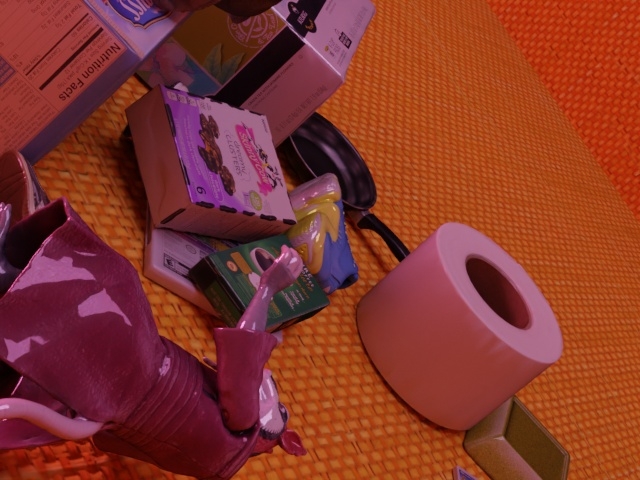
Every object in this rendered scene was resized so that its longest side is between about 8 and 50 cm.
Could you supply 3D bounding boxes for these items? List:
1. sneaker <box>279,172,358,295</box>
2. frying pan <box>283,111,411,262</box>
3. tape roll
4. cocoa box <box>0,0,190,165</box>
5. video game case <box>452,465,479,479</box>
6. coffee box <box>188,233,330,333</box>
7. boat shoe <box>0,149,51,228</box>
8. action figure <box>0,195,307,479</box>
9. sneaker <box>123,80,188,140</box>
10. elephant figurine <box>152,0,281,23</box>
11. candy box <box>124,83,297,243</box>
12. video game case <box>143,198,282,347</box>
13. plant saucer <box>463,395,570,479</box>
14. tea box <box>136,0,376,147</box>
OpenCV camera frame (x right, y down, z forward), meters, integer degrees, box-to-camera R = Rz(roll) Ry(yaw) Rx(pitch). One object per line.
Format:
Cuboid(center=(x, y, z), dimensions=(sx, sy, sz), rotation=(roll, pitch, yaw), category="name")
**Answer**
Cuboid(center=(0.000, 0.000, 1.692), dimensions=(0.126, 0.091, 0.240), rotation=(61, 21, -19), category="sneaker")
Cuboid(center=(0.054, -0.076, 1.893), dimensions=(0.326, 0.053, 0.197), rotation=(47, 26, -10), category="frying pan")
Cuboid(center=(0.194, 0.120, 1.704), dimensions=(0.246, 0.169, 0.246), rotation=(35, 27, -22), category="tape roll")
Cuboid(center=(-0.297, -0.270, 1.385), dimensions=(0.228, 0.231, 0.347), rotation=(46, 26, -12), category="cocoa box")
Cuboid(center=(0.211, 0.362, 1.596), dimensions=(0.087, 0.011, 0.122), rotation=(37, 29, -24), category="video game case")
Cuboid(center=(-0.070, 0.057, 1.472), dimensions=(0.113, 0.040, 0.184), rotation=(54, 27, 9), category="coffee box")
Cuboid(center=(-0.300, -0.022, 1.261), dimensions=(0.049, 0.056, 0.152), rotation=(17, 50, -56), category="boat shoe")
Cuboid(center=(-0.151, 0.127, 1.068), dimensions=(0.370, 0.248, 0.275), rotation=(32, 31, -27), category="action figure")
Cuboid(center=(-0.200, -0.148, 1.591), dimensions=(0.075, 0.057, 0.161), rotation=(54, 25, -17), category="sneaker")
Cuboid(center=(-0.139, -0.331, 1.297), dimensions=(0.239, 0.186, 0.169), rotation=(5, 13, -29), category="elephant figurine")
Cuboid(center=(-0.133, -0.090, 1.510), dimensions=(0.196, 0.070, 0.165), rotation=(10, 56, -51), category="candy box")
Cuboid(center=(-0.131, 0.023, 1.498), dimensions=(0.201, 0.023, 0.183), rotation=(33, 30, -29), category="video game case")
Cuboid(center=(0.298, 0.309, 1.767), dimensions=(0.188, 0.045, 0.188), rotation=(47, 26, -5), category="plant saucer")
Cuboid(center=(-0.122, -0.331, 1.761), dimensions=(0.323, 0.220, 0.329), rotation=(42, 27, -13), category="tea box")
